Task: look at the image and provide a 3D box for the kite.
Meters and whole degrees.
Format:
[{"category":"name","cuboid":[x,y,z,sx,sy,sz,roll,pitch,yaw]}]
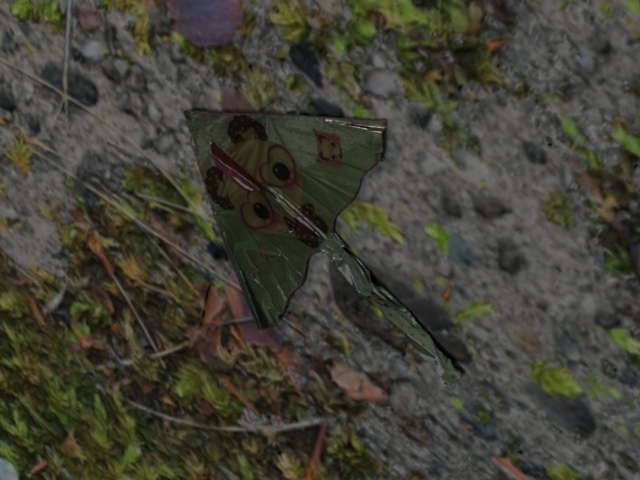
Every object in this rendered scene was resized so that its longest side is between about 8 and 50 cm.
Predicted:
[{"category":"kite","cuboid":[0.001,-0.001,1.214,0.250,0.012,0.229,43,140,7]}]
